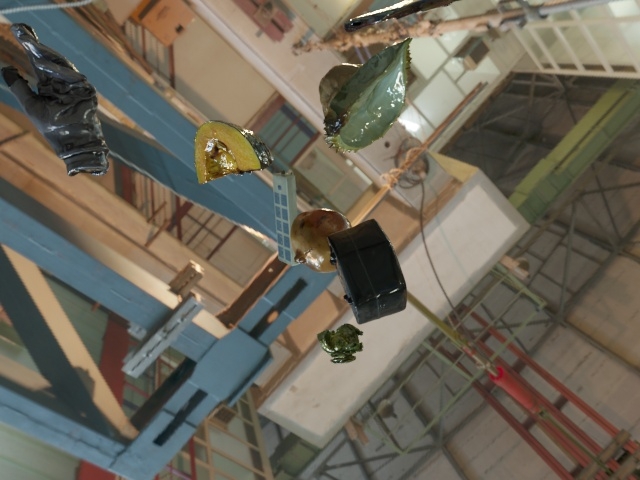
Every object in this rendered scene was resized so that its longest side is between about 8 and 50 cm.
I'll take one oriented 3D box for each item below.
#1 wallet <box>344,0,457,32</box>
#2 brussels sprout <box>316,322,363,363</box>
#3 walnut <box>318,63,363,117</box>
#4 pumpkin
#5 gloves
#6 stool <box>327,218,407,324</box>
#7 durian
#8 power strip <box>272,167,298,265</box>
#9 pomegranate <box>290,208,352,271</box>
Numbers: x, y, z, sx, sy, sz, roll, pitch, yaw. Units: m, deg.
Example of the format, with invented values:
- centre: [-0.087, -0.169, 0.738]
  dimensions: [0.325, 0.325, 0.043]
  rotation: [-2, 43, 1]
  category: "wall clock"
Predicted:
- centre: [0.181, -0.454, 1.008]
  dimensions: [0.255, 0.031, 0.137]
  rotation: [-27, -151, -21]
  category: "wallet"
- centre: [0.040, 0.191, 0.927]
  dimensions: [0.085, 0.058, 0.085]
  rotation: [-15, -166, 4]
  category: "brussels sprout"
- centre: [0.145, -0.509, 1.905]
  dimensions: [0.285, 0.296, 0.285]
  rotation: [-12, -115, 27]
  category: "walnut"
- centre: [-0.249, -0.270, 1.456]
  dimensions: [0.312, 0.169, 0.148]
  rotation: [-7, -156, 43]
  category: "pumpkin"
- centre: [-0.471, -0.243, 0.926]
  dimensions: [0.142, 0.285, 0.119]
  rotation: [-17, -162, 4]
  category: "gloves"
- centre: [0.109, 0.076, 1.233]
  dimensions: [0.141, 0.232, 0.232]
  rotation: [-21, -153, -3]
  category: "stool"
- centre: [0.090, -0.290, 1.034]
  dimensions: [0.252, 0.144, 0.139]
  rotation: [-40, 165, 4]
  category: "durian"
- centre: [-0.125, -0.085, 1.905]
  dimensions: [0.043, 0.367, 0.106]
  rotation: [-14, -161, -33]
  category: "power strip"
- centre: [0.006, -0.002, 1.601]
  dimensions: [0.209, 0.209, 0.209]
  rotation: [-38, -152, 24]
  category: "pomegranate"
